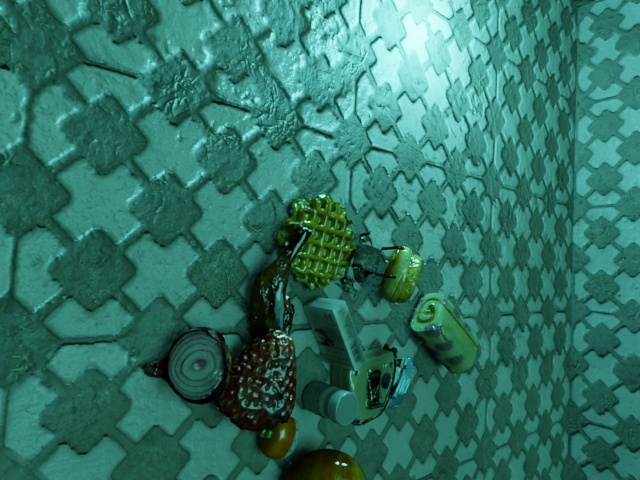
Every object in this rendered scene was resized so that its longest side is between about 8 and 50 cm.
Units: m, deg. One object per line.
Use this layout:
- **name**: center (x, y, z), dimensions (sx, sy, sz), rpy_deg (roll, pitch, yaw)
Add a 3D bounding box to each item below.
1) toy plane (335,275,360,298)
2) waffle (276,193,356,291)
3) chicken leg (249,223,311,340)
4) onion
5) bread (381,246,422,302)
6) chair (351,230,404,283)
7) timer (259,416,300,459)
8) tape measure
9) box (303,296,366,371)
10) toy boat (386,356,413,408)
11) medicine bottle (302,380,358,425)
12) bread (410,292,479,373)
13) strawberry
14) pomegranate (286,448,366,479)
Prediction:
- **toy plane**: center (0.104, 0.162, 1.640), dimensions (0.121, 0.031, 0.049), rpy_deg (36, 72, -32)
- **waffle**: center (0.000, 0.000, 1.527), dimensions (0.302, 0.068, 0.324), rpy_deg (-42, 121, -31)
- **chicken leg**: center (-0.122, 0.143, 1.374), dimensions (0.158, 0.096, 0.406), rpy_deg (14, 90, -40)
- **onion**: center (-0.341, 0.328, 1.198), dimensions (0.218, 0.140, 0.195), rpy_deg (-10, 75, -2)
- **bread**: center (0.292, 0.131, 1.686), dimensions (0.236, 0.120, 0.198), rpy_deg (79, 31, -73)
- **chair**: center (0.172, 0.062, 1.615), dimensions (0.149, 0.213, 0.174), rpy_deg (21, 75, -16)
- **timer**: center (-0.134, 0.587, 1.389), dimensions (0.136, 0.099, 0.136), rpy_deg (0, 89, -31)
- **tape measure**: center (0.176, 0.515, 1.635), dimensions (0.271, 0.133, 0.231), rpy_deg (-8, 94, -43)
- **box**: center (0.047, 0.302, 1.510), dimensions (0.067, 0.150, 0.233), rpy_deg (-34, 111, -39)
- **toy boat**: center (0.276, 0.535, 1.763), dimensions (0.102, 0.088, 0.215), rpy_deg (23, 72, -3)
- **medicine bottle**: center (0.030, 0.518, 1.481), dimensions (0.105, 0.168, 0.104), rpy_deg (0, 90, -40)
- **bread**: center (0.516, 0.390, 1.911), dimensions (0.338, 0.155, 0.187), rpy_deg (47, 53, -27)
- **strawberry**: center (-0.144, 0.421, 1.303), dimensions (0.280, 0.150, 0.253), rpy_deg (-41, 123, -11)
- **pomegranate**: center (0.013, 0.785, 1.407), dimensions (0.270, 0.252, 0.229), rpy_deg (-70, 148, -42)
